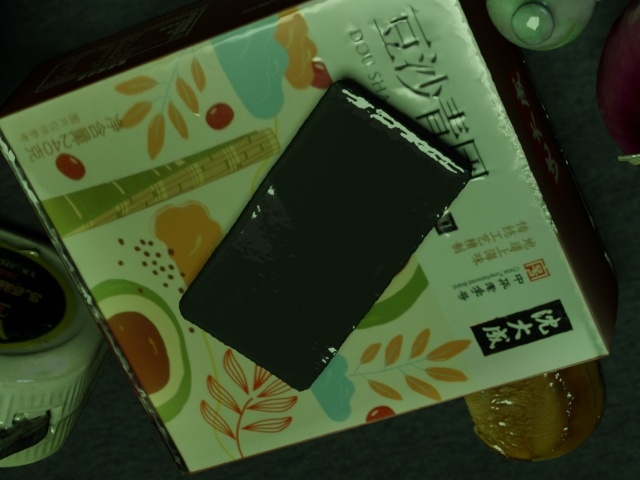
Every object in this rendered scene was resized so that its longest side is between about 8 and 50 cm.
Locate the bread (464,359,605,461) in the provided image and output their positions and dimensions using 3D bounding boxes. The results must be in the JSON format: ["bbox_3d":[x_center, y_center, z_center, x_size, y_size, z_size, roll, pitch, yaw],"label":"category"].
[{"bbox_3d":[0.172,0.127,1.474,0.126,0.044,0.129,-12,117,20],"label":"bread"}]

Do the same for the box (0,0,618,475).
[{"bbox_3d":[-0.009,-0.027,1.387,0.385,0.122,0.344,-18,112,21],"label":"box"}]

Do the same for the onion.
[{"bbox_3d":[0.286,-0.112,1.260,0.177,0.153,0.177,0,111,1],"label":"onion"}]

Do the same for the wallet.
[{"bbox_3d":[0.000,0.000,1.313,0.124,0.025,0.244,32,121,-6],"label":"wallet"}]

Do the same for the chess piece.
[{"bbox_3d":[0.155,-0.190,1.176,0.139,0.271,0.139,5,117,10],"label":"chess piece"}]

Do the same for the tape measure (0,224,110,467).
[{"bbox_3d":[-0.319,0.080,1.455,0.271,0.231,0.133,23,122,0],"label":"tape measure"}]
